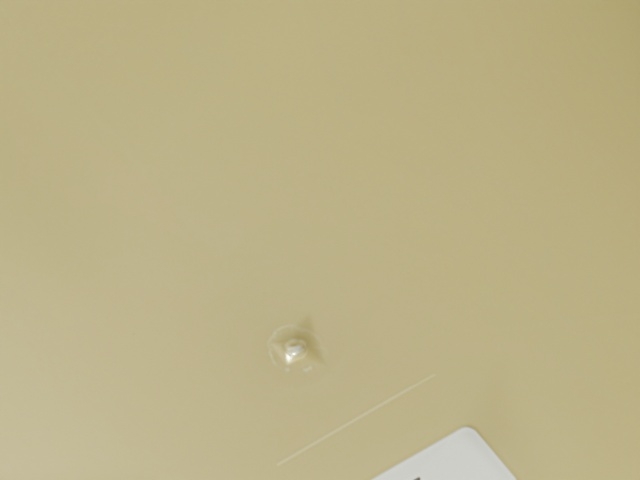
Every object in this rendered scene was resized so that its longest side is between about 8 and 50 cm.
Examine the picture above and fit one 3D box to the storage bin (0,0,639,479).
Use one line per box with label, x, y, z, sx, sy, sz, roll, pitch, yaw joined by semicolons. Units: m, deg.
storage bin;0.000;0.000;0.440;0.260;0.262;0.123;51;-160;-19
